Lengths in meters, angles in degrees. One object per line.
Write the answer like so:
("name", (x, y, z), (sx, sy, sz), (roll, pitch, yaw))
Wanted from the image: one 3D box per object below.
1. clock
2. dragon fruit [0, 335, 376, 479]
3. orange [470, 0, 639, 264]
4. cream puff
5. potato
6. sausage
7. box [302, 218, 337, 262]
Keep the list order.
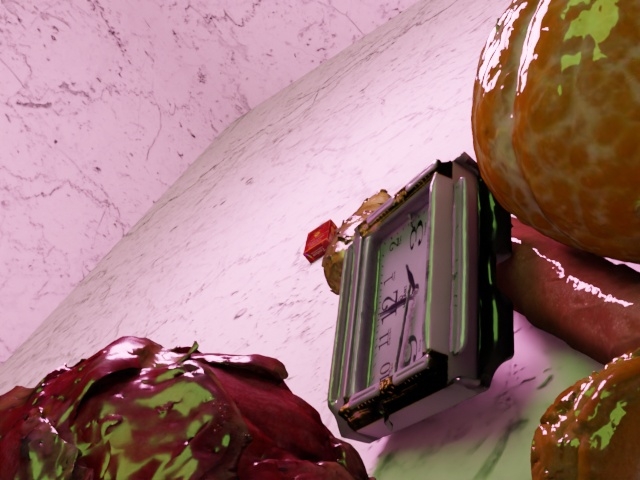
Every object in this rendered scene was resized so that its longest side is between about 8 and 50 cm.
("clock", (0.093, 0.060, 0.759), (0.186, 0.083, 0.253), (-42, 32, 50))
("dragon fruit", (-0.113, 0.219, 0.541), (0.329, 0.329, 0.329), (-35, 18, 13))
("orange", (0.278, -0.114, 0.620), (0.330, 0.249, 0.329), (-3, 13, 1))
("cream puff", (0.189, 0.131, 0.469), (0.144, 0.126, 0.103), (-38, 2, -13))
("potato", (0.063, 0.002, 1.082), (0.117, 0.090, 0.225), (-55, 1, 30))
("sausage", (0.220, 0.044, 0.685), (0.088, 0.088, 0.433), (-40, 17, -2))
("box", (0.000, 0.000, 1.341), (0.052, 0.023, 0.082), (-32, 19, 19))
